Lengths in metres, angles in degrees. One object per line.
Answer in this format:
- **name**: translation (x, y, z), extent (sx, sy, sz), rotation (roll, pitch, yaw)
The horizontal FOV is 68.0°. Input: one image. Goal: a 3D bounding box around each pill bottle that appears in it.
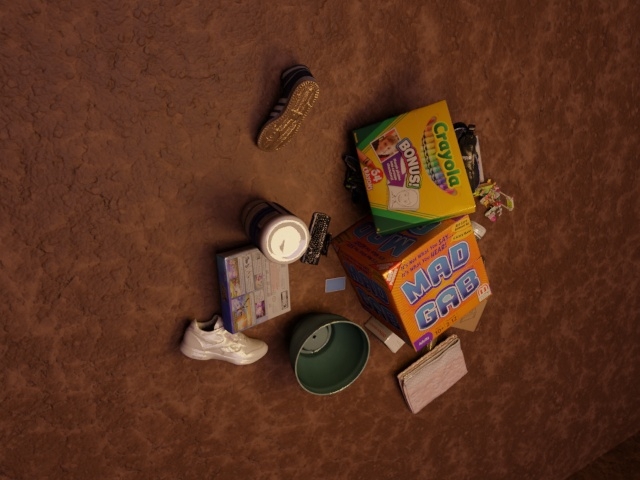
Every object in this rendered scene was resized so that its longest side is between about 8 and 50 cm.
- **pill bottle**: translation (-0.151, -0.038, 1.477), extent (0.153, 0.265, 0.153), rotation (-9, 112, -23)

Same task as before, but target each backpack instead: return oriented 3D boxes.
- **backpack**: translation (0.439, -0.267, 1.701), extent (0.277, 0.213, 0.263), rotation (-16, 111, 18)

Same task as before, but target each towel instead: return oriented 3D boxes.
- **towel**: translation (0.512, 0.606, 2.131), extent (0.332, 0.053, 0.316), rotation (-33, 132, -10)

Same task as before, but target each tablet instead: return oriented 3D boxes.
- **tablet**: translation (0.056, 0.167, 1.805), extent (0.084, 0.006, 0.054), rotation (-7, 111, -24)

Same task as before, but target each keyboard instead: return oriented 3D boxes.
- **keyboard**: translation (0.000, 0.000, 1.699), extent (0.100, 0.038, 0.191), rotation (8, 105, -29)

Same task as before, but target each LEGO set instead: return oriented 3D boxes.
- **LEGO set**: translation (0.687, -0.165, 1.899), extent (0.287, 0.107, 0.132), rotation (24, 107, -47)

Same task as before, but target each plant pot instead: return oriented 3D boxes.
- **plant pot**: translation (0.006, 0.388, 1.747), extent (0.294, 0.196, 0.292), rotation (-9, 111, -24)

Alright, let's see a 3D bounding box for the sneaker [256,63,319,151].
- **sneaker**: translation (-0.109, -0.414, 1.474), extent (0.099, 0.153, 0.282), rotation (20, 128, -33)

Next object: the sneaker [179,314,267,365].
- **sneaker**: translation (-0.313, 0.338, 1.616), extent (0.306, 0.114, 0.152), rotation (12, 102, -29)

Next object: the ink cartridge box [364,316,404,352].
- **ink cartridge box**: translation (0.305, 0.319, 1.897), extent (0.212, 0.154, 0.093), rotation (-47, 121, -5)

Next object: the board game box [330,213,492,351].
- **board game box**: translation (0.324, 0.096, 1.708), extent (0.357, 0.356, 0.356), rotation (-33, 119, -13)

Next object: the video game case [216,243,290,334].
- **video game case**: translation (-0.218, 0.146, 1.587), extent (0.245, 0.061, 0.269), rotation (-18, 114, -40)

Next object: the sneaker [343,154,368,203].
- **sneaker**: translation (0.121, -0.211, 1.667), extent (0.078, 0.067, 0.188), rotation (-32, 122, -21)

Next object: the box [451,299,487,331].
- **box**: translation (0.655, 0.322, 2.153), extent (0.201, 0.021, 0.164), rotation (17, 100, -30)

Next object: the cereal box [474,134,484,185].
- **cereal box**: translation (0.560, -0.276, 1.876), extent (0.173, 0.047, 0.240), rotation (-27, 117, -17)

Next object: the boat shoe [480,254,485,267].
- **boat shoe**: translation (0.585, 0.183, 2.024), extent (0.111, 0.104, 0.307), rotation (27, 96, -23)

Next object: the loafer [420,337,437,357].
- **loafer**: translation (0.490, 0.468, 2.104), extent (0.056, 0.050, 0.147), rotation (2, 109, -30)

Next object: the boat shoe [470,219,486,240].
- **boat shoe**: translation (0.543, -0.010, 1.836), extent (0.121, 0.335, 0.119), rotation (37, 93, 11)

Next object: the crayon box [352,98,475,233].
- **crayon box**: translation (0.300, -0.229, 1.541), extent (0.314, 0.106, 0.362), rotation (-16, 79, 18)
